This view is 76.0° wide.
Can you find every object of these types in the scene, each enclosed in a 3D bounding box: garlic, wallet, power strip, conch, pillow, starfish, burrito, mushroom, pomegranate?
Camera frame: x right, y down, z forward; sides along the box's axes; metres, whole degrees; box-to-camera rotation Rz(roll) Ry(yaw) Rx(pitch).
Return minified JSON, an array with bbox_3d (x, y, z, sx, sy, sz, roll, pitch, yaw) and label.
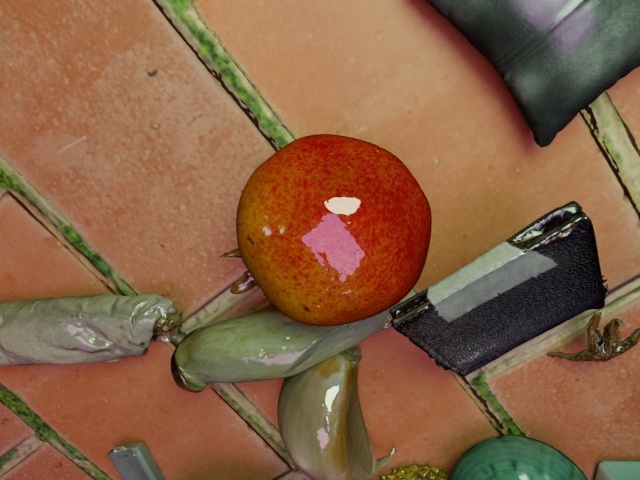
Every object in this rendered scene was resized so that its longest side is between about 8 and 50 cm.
[{"bbox_3d":[0.023,0.281,0.625,0.164,0.145,0.244,-26,111,-20],"label":"garlic"},{"bbox_3d":[0.222,0.076,0.501,0.221,0.071,0.262,-33,143,16],"label":"wallet"},{"bbox_3d":[-0.311,0.467,0.754,0.060,0.027,0.252,-15,108,8],"label":"power strip"},{"bbox_3d":[0.319,0.395,0.636,0.196,0.134,0.202,-15,115,42],"label":"conch"},{"bbox_3d":[0.236,-0.247,0.424,0.250,0.106,0.186,44,113,-9],"label":"pillow"},{"bbox_3d":[0.383,0.152,0.568,0.133,0.041,0.130,25,133,-25],"label":"starfish"},{"bbox_3d":[-0.393,0.138,0.620,0.393,0.076,0.117,-4,116,7],"label":"burrito"},{"bbox_3d":[-0.050,0.141,0.578,0.334,0.107,0.087,-12,129,7],"label":"mushroom"},{"bbox_3d":[0.000,0.000,0.477,0.257,0.221,0.221,-33,104,22],"label":"pomegranate"}]

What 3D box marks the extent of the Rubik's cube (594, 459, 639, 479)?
[{"bbox_3d":[0.606,0.548,0.570,0.322,0.316,0.318,-1,109,3],"label":"Rubik's cube"}]

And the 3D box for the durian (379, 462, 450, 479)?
[{"bbox_3d":[0.170,0.463,0.691,0.182,0.165,0.132,35,152,14],"label":"durian"}]
